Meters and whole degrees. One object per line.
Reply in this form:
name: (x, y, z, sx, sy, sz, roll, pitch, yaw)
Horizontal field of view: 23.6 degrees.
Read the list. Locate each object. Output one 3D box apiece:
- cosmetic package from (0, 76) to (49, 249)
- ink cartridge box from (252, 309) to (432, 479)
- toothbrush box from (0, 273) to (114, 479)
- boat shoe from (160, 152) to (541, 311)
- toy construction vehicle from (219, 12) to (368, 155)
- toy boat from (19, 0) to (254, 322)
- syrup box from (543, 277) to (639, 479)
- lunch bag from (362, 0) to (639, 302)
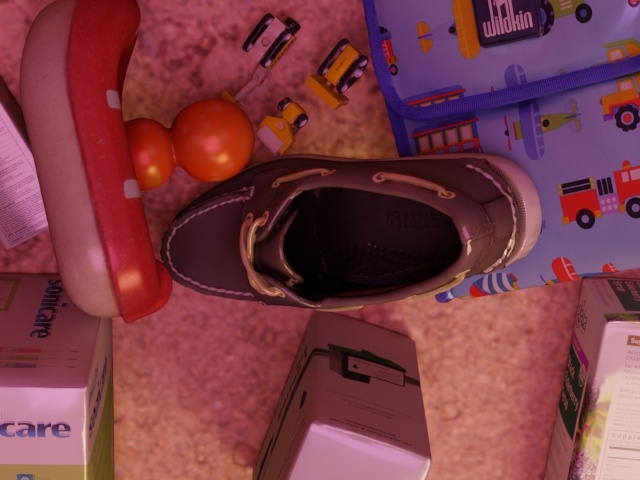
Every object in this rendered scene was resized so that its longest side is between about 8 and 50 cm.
cosmetic package: (-0.235, -0.058, 1.130, 0.060, 0.041, 0.115, -26, 109, 6)
ink cartridge box: (0.009, 0.167, 1.132, 0.093, 0.219, 0.160, 19, 107, -6)
toothbrush box: (-0.218, 0.190, 1.133, 0.122, 0.206, 0.283, 2, 110, -3)
boat shoe: (-0.001, -0.005, 1.067, 0.305, 0.091, 0.109, -6, 99, 35)
toy construction vehicle: (-0.018, -0.116, 1.108, 0.086, 0.035, 0.098, 42, 105, 18)
toy boat: (-0.121, -0.063, 1.064, 0.151, 0.151, 0.231, -12, 89, -6)
syrup box: (0.238, 0.156, 1.205, 0.096, 0.093, 0.236, 5, 109, -4)
lunch bag: (0.159, -0.128, 1.059, 0.221, 0.138, 0.293, -13, 101, 33)
